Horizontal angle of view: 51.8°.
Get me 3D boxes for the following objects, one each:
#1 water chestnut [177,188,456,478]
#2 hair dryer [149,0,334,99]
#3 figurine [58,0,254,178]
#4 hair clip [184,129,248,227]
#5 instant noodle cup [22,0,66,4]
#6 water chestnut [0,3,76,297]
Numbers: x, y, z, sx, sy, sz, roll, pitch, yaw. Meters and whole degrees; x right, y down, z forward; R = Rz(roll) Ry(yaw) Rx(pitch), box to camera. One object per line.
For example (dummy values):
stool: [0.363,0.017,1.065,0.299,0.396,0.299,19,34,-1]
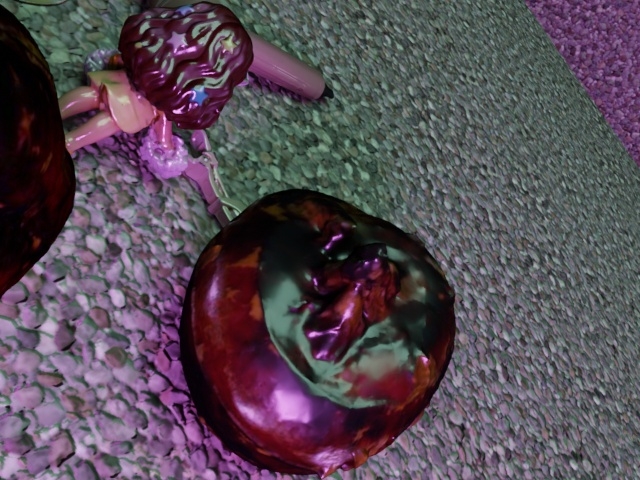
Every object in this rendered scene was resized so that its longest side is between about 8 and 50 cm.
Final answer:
water chestnut: [0.008,0.075,0.652,0.300,0.300,0.299,26,47,-32]
hair dryer: [-0.095,-0.278,0.960,0.344,0.107,0.189,16,50,-50]
figurine: [-0.184,-0.167,0.711,0.174,0.240,0.116,57,-4,6]
hair clip: [-0.111,-0.031,0.794,0.072,0.034,0.225,-32,90,-48]
instant noodle cup: [-0.304,-0.385,0.726,0.169,0.185,0.168,26,47,-32]
water chestnut: [-0.312,-0.070,0.451,0.289,0.289,0.244,32,12,-27]
